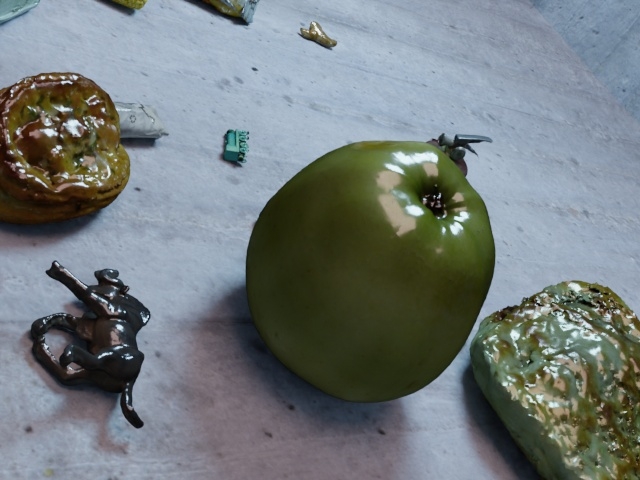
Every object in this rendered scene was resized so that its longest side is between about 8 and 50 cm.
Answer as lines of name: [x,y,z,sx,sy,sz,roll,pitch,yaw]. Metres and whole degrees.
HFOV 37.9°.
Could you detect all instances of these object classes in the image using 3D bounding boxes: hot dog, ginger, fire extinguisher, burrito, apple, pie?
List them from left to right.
hot dog: [-0.358,-0.126,1.276,0.272,0.122,0.196,-23,98,-54]
burrito: [-0.327,-0.190,1.466,0.203,0.064,0.064,-4,49,-47]
hot dog: [-0.246,-0.568,2.014,0.270,0.082,0.163,29,41,-25]
ginger: [-0.006,-0.480,2.174,0.097,0.030,0.048,17,64,-24]
apple: [0.068,0.038,1.292,0.357,0.357,0.357,25,34,-18]
fire extinguisher: [0.182,-0.090,1.621,0.104,0.269,0.105,25,33,-18]
pie: [0.423,0.250,1.506,0.395,0.180,0.418,44,40,11]

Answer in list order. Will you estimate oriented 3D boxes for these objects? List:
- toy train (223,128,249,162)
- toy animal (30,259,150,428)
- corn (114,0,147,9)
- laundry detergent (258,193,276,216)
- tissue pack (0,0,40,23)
toy train: [-0.148,-0.167,1.637,0.045,0.029,0.092,9,35,-13]
toy animal: [-0.261,0.112,1.115,0.148,0.084,0.233,14,35,-34]
corn: [-0.423,-0.505,1.772,0.206,0.067,0.067,25,34,-16]
laundry detergent: [-0.001,0.001,1.528,0.206,0.061,0.096,41,27,6]
tissue pack: [-0.590,-0.475,1.500,0.263,0.146,0.198,35,33,-3]
